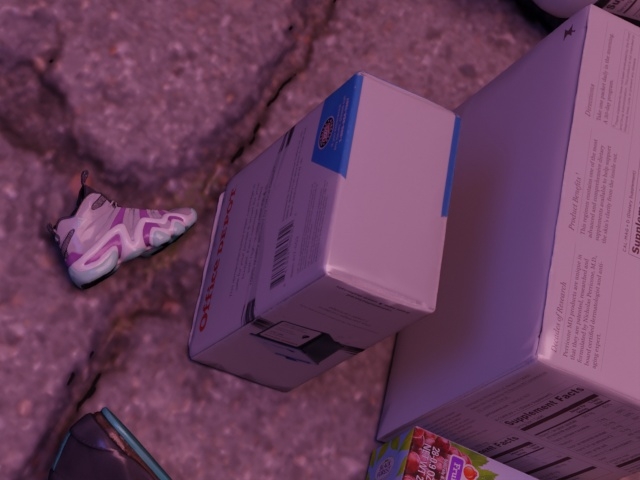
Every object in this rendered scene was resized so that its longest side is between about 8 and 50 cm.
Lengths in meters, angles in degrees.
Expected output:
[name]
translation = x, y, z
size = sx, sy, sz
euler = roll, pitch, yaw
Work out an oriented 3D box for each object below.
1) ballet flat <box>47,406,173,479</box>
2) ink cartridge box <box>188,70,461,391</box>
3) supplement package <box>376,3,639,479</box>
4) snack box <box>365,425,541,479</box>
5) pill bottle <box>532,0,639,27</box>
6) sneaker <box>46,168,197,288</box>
[ballet flat]
translation = -0.086, 0.189, 1.050
size = 0.203, 0.074, 0.074
euler = 44, 57, -12
[ink cartridge box]
translation = 0.000, 0.000, 1.090
size = 0.082, 0.190, 0.140
euler = 20, 62, -20
[supplement package]
translation = 0.166, 0.016, 1.161
size = 0.145, 0.204, 0.262
euler = 23, 61, -18
[snack box]
translation = 0.098, 0.250, 1.111
size = 0.174, 0.070, 0.207
euler = 25, 62, -16
[pill bottle]
translation = 0.251, -0.239, 1.336
size = 0.278, 0.162, 0.162
euler = 11, 65, -22
[sneaker]
translation = -0.132, -0.018, 1.121
size = 0.098, 0.038, 0.069
euler = -28, 85, -33
